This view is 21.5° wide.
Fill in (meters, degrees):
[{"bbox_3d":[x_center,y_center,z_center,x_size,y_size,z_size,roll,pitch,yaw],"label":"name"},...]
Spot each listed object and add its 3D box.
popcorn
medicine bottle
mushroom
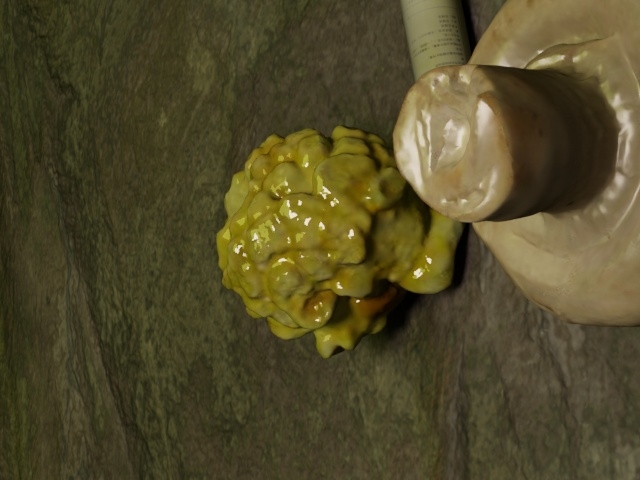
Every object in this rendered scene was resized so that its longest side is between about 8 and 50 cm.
[{"bbox_3d":[0.011,0.004,1.592,0.181,0.216,0.235,-83,13,-53],"label":"popcorn"},{"bbox_3d":[0.117,-0.137,1.554,0.059,0.059,0.231,-35,58,51],"label":"medicine bottle"},{"bbox_3d":[0.177,-0.083,1.241,0.292,0.290,0.293,-5,84,53],"label":"mushroom"}]
